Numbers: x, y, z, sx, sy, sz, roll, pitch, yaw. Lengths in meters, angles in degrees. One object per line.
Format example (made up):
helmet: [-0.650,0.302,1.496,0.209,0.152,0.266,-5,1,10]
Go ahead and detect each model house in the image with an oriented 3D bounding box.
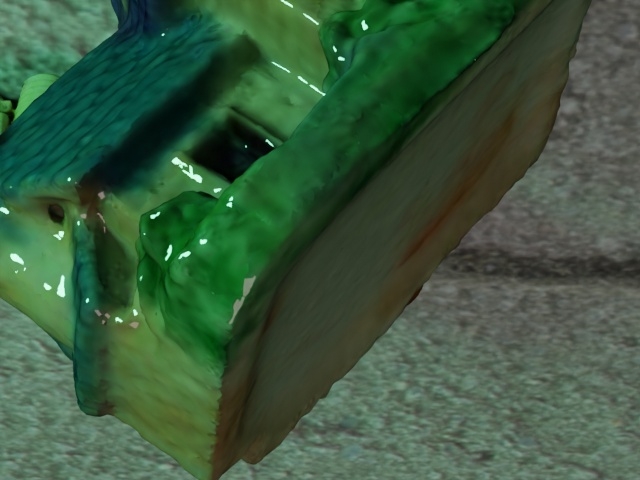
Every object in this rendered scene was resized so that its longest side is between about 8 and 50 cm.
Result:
model house: [-0.063,-0.083,1.010,0.280,0.312,0.245,36,153,16]

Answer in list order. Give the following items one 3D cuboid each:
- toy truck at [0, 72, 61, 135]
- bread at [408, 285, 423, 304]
toy truck: [-0.198,-0.058,1.236,0.191,0.085,0.116,10,140,-9]
bread: [0.008,0.003,1.312,0.156,0.086,0.125,-23,140,34]
